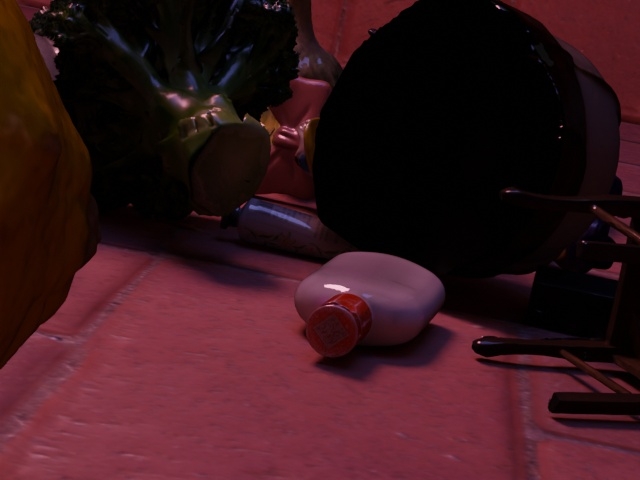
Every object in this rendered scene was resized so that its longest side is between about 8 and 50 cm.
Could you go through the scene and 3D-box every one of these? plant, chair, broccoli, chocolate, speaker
[{"bbox_3d":[-0.051,-0.170,2.102,0.261,0.297,0.306,-20,5,42],"label":"plant"},{"bbox_3d":[0.305,0.056,1.377,0.319,0.160,0.186,4,15,-21],"label":"chair"},{"bbox_3d":[-0.135,-0.145,1.643,0.297,0.298,0.297,2,25,-38],"label":"broccoli"},{"bbox_3d":[0.158,-0.080,1.646,0.283,0.284,0.186,21,-1,41],"label":"chocolate"},{"bbox_3d":[0.296,0.071,1.576,0.218,0.044,0.082,12,11,6],"label":"speaker"}]

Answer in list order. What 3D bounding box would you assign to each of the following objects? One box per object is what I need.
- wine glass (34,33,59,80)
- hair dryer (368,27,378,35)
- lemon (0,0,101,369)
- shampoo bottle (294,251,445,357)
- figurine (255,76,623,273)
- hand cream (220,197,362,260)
[{"bbox_3d":[-0.383,-0.101,1.434,0.357,0.190,0.190,6,12,-27],"label":"wine glass"},{"bbox_3d":[0.195,-0.157,2.160,0.344,0.107,0.189,43,20,12],"label":"hair dryer"},{"bbox_3d":[-0.288,-0.038,0.837,0.387,0.350,0.350,7,11,-33],"label":"lemon"},{"bbox_3d":[0.034,0.052,1.404,0.108,0.051,0.221,15,11,11],"label":"shampoo bottle"},{"bbox_3d":[0.118,-0.074,1.860,0.420,0.154,0.193,13,6,6],"label":"figurine"},{"bbox_3d":[0.000,0.000,1.676,0.194,0.042,0.067,16,13,0],"label":"hand cream"}]
